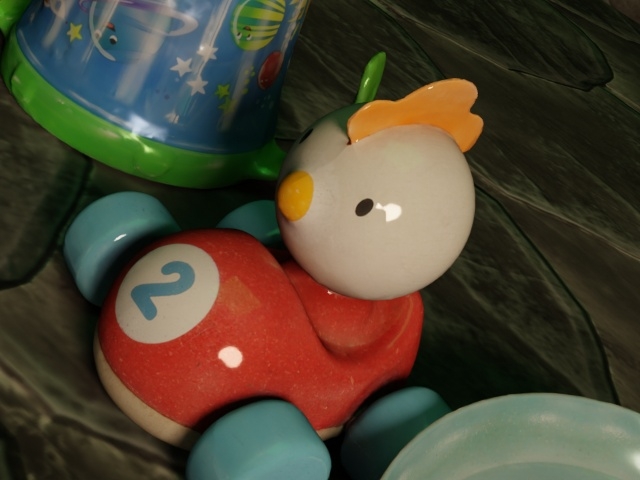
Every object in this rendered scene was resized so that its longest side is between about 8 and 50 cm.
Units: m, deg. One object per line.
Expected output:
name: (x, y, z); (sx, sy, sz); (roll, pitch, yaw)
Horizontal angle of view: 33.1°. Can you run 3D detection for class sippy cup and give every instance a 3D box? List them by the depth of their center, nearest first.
sippy cup: (-0.107, -0.196, 0.855); (0.306, 0.224, 0.240); (14, 32, -29)

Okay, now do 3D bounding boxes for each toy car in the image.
toy car: (0.000, 0.000, 0.608); (0.210, 0.238, 0.219); (2, 37, -41)

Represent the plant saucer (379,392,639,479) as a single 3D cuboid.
plant saucer: (0.156, 0.217, 0.536); (0.318, 0.043, 0.317); (14, 43, -14)
